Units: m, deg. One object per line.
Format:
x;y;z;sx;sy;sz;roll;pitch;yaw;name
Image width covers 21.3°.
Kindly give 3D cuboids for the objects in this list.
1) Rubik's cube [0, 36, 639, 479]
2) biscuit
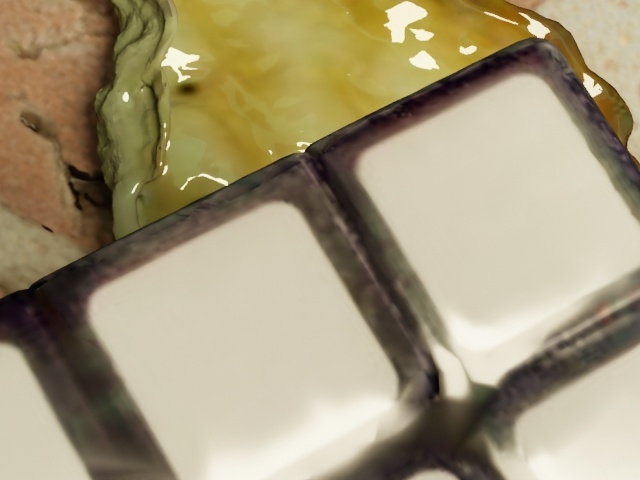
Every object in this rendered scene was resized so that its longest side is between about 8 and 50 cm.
0.003;0.160;0.626;0.304;0.305;0.301;-28;79;-15;Rubik's cube
0.000;0.000;0.871;0.329;0.078;0.335;25;74;-2;biscuit
